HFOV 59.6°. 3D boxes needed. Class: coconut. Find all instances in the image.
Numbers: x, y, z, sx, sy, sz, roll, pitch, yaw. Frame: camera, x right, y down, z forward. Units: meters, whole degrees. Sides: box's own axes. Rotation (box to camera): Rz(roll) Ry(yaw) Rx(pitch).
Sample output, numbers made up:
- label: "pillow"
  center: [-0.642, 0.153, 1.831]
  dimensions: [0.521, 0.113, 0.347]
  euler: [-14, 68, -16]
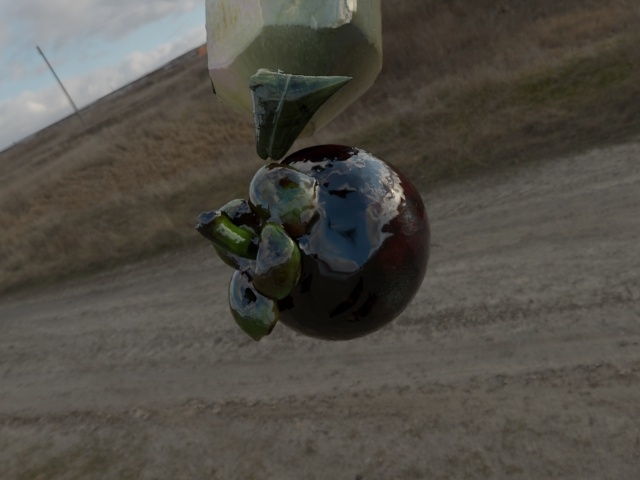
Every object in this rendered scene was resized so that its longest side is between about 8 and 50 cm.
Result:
- label: "coconut"
  center: [-0.044, -0.342, 0.984]
  dimensions: [0.353, 0.352, 0.352]
  euler: [-23, 21, 10]

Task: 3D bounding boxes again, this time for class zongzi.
- label: "zongzi"
  center: [-0.020, -0.137, 0.629]
  dimensions: [0.113, 0.104, 0.052]
  euler: [5, 38, 10]

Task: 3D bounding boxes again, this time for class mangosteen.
- label: "mangosteen"
  center: [0.007, 0.001, 0.810]
  dimensions: [0.311, 0.311, 0.311]
  euler: [-23, 21, 10]
